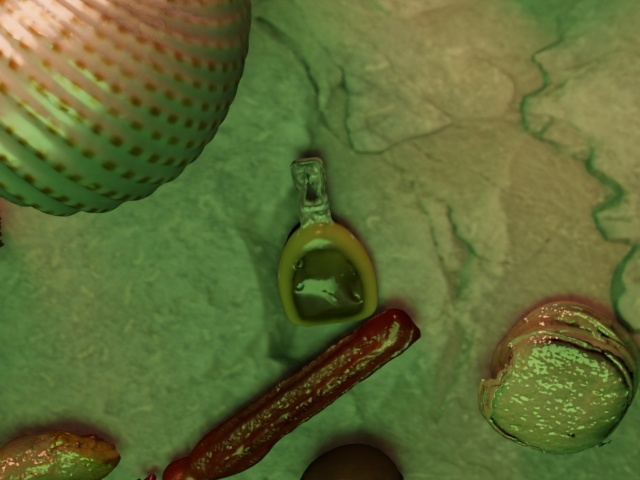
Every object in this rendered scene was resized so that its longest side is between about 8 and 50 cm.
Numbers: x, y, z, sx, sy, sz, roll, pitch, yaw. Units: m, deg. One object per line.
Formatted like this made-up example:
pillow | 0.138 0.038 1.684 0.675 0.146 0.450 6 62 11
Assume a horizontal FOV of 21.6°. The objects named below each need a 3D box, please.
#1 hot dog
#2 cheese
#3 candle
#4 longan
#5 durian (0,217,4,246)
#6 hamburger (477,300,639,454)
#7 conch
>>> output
hot dog | -0.274 0.216 1.585 0.169 0.061 0.078 -20 152 -6
cheese | 0.000 0.000 1.446 0.086 0.036 0.162 -5 120 7
candle | -0.038 0.159 1.539 0.329 0.048 0.051 -37 156 23
longan | 0.033 0.240 1.557 0.119 0.106 0.106 -3 130 -40
durian | -0.332 0.010 1.424 0.148 0.091 0.188 28 108 -42
hamburger | 0.215 0.125 1.485 0.133 0.062 0.140 36 120 -14
conch | -0.174 -0.174 1.246 0.303 0.319 0.215 48 159 18
